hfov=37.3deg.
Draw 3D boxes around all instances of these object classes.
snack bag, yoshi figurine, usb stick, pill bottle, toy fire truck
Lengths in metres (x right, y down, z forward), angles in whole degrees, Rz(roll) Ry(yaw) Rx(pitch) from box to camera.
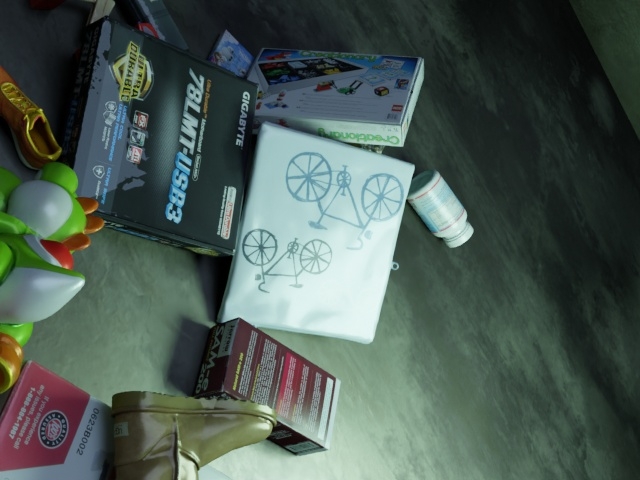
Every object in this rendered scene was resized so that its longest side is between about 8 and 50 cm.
[{"bbox_3d":[0.000,0.000,1.597,0.323,0.037,0.342,11,91,-33],"label":"snack bag"},{"bbox_3d":[-0.405,0.018,1.142,0.203,0.203,0.362,39,27,-19],"label":"yoshi figurine"},{"bbox_3d":[-0.307,-0.419,1.569,0.077,0.045,0.278,-38,102,-48],"label":"usb stick"},{"bbox_3d":[0.253,-0.065,2.008,0.160,0.087,0.087,51,43,-20],"label":"pill bottle"},{"bbox_3d":[-0.344,-0.336,1.477,0.192,0.047,0.135,-15,90,-43],"label":"toy fire truck"}]

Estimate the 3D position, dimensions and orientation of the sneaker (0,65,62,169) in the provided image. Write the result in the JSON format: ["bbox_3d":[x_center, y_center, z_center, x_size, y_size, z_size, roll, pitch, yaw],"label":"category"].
[{"bbox_3d":[-0.418,-0.183,1.324,0.175,0.067,0.064,56,43,-12],"label":"sneaker"}]

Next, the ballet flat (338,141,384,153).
[{"bbox_3d":[0.043,-0.201,1.763,0.182,0.164,0.482,59,40,-39],"label":"ballet flat"}]

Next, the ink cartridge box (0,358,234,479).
[{"bbox_3d":[-0.288,0.360,1.146,0.385,0.160,0.279,40,50,-31],"label":"ink cartridge box"}]

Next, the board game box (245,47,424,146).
[{"bbox_3d":[0.014,-0.256,1.661,0.053,0.305,0.193,81,22,-45],"label":"board game box"}]

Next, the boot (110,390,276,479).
[{"bbox_3d":[-0.156,0.324,1.122,0.236,0.089,0.269,11,67,-34],"label":"boot"}]

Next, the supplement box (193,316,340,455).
[{"bbox_3d":[-0.080,0.237,1.511,0.239,0.073,0.130,37,48,-33],"label":"supplement box"}]

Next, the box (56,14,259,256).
[{"bbox_3d":[-0.242,-0.148,1.444,0.293,0.073,0.295,19,73,-37],"label":"box"}]

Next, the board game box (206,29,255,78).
[{"bbox_3d":[-0.158,-0.319,1.712,0.090,0.020,0.090,42,46,-29],"label":"board game box"}]
